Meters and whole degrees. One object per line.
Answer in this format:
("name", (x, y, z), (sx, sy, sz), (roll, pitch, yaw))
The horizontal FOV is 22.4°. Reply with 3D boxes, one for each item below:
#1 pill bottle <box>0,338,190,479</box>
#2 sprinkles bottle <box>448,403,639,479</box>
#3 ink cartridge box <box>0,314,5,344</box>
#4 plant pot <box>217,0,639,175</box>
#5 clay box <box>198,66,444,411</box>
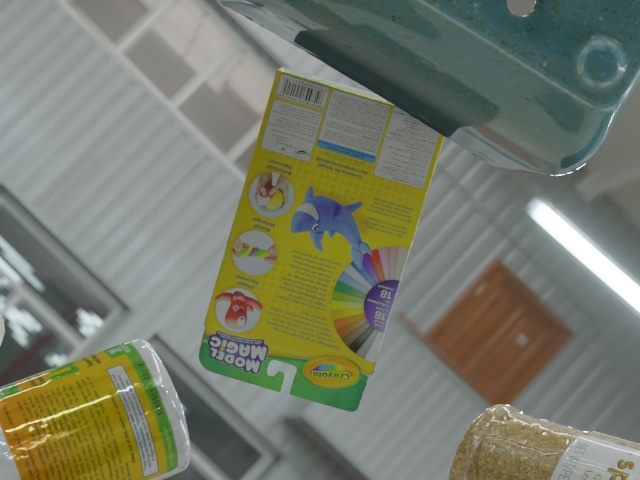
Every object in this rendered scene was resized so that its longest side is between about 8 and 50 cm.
("pill bottle", (-0.258, 0.194, 1.512), (0.136, 0.246, 0.136), (53, -26, 41))
("sprinkles bottle", (0.274, 0.226, 1.248), (0.355, 0.121, 0.121), (13, -29, 36))
("ink cartridge box", (-0.302, 0.059, 0.584), (0.354, 0.207, 0.119), (19, -5, -1))
("plant pot", (0.104, -0.182, 0.908), (0.247, 0.247, 0.252), (30, 5, -13))
("clay box", (0.000, 0.000, 1.153), (0.127, 0.222, 0.053), (17, 10, 0))
